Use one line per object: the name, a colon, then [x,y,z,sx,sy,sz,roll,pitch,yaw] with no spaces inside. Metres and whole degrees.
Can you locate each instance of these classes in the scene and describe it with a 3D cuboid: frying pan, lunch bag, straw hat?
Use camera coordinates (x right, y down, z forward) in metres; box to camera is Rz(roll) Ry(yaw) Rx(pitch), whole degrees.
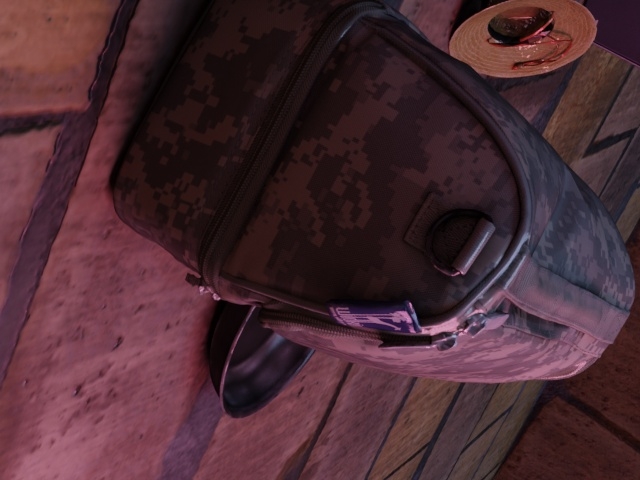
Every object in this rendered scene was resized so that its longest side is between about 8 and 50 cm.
frying pan: [-0.017,0.012,0.985,0.197,0.053,0.326,-33,147,-50]
lunch bag: [0.058,-0.018,0.760,0.212,0.256,0.305,-61,151,3]
straw hat: [0.186,-0.213,1.105,0.144,0.144,0.061,67,17,-67]

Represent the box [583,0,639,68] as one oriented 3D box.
box: [0.495,-0.396,1.404,0.312,0.179,0.343,-36,151,-44]
